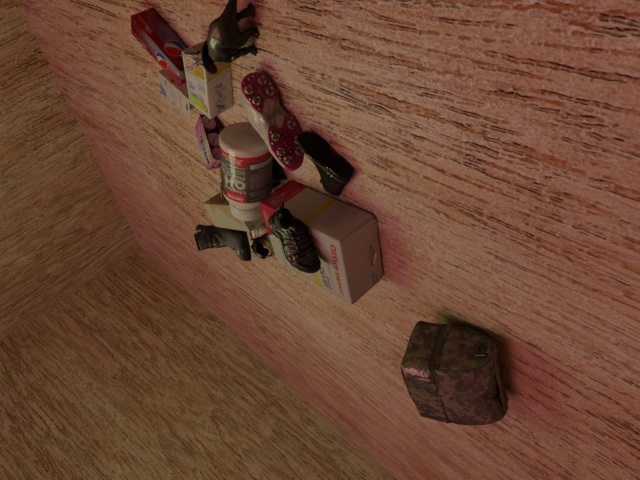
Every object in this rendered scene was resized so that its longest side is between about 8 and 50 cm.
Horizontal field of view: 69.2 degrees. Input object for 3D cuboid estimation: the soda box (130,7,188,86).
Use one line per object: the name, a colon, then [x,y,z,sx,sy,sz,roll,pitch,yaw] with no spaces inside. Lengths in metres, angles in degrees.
soda box: [-0.535,-0.666,1.600,0.263,0.092,0.083,49,153,4]

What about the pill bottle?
pill bottle: [-0.251,-0.225,1.590,0.176,0.176,0.318,36,142,26]

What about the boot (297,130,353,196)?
boot: [-0.001,-0.219,1.386,0.198,0.077,0.137,47,157,9]

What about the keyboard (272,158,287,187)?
keyboard: [-0.186,-0.237,1.681,0.180,0.023,0.108,6,129,54]

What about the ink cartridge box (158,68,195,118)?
ink cartridge box: [-0.527,-0.557,1.750,0.181,0.061,0.104,43,151,15]

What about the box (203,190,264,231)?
box: [-0.337,-0.130,1.898,0.311,0.148,0.121,7,129,51]

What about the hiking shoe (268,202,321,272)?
hiking shoe: [-0.073,-0.002,1.393,0.227,0.086,0.114,52,153,6]

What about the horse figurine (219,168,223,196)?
horse figurine: [-0.348,-0.258,1.803,0.263,0.066,0.174,-178,88,-67]

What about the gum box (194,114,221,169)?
gum box: [-0.410,-0.364,1.743,0.107,0.062,0.188,-30,77,61]

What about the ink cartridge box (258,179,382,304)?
ink cartridge box: [0.000,0.000,1.543,0.384,0.160,0.279,26,142,39]

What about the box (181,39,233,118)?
box: [-0.364,-0.523,1.511,0.114,0.103,0.203,40,150,18]

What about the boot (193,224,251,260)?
boot: [-0.419,0.013,1.974,0.338,0.222,0.118,-124,25,-64]

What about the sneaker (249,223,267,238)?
sneaker: [-0.253,-0.056,1.941,0.212,0.094,0.080,-137,36,-68]

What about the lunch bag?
lunch bag: [0.411,0.404,1.381,0.256,0.212,0.305,3,131,33]

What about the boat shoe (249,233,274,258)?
boat shoe: [-0.247,0.018,1.984,0.113,0.103,0.302,57,151,-11]

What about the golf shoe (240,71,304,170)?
golf shoe: [-0.149,-0.354,1.417,0.306,0.115,0.140,64,160,-11]

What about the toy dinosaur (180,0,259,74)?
toy dinosaur: [-0.252,-0.548,1.260,0.121,0.160,0.313,55,153,-9]
